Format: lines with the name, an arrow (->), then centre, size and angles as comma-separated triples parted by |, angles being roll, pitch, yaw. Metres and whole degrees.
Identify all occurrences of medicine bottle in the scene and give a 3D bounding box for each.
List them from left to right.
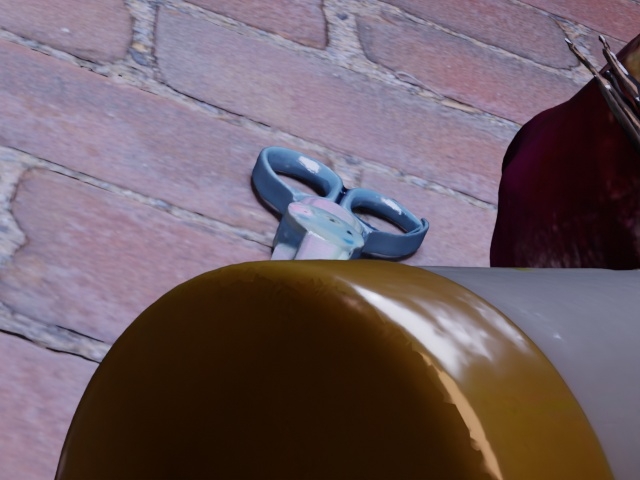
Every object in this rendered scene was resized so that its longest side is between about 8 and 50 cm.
medicine bottle -> 0.054, 0.127, 0.710 | 0.232, 0.238, 0.238 | 2, 31, -46

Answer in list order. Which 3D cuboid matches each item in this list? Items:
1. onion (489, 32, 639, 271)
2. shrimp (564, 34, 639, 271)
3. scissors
onion -> 0.301, 0.073, 1.017 | 0.398, 0.398, 0.420 | 5, 65, -38
shrimp -> 0.194, 0.055, 0.823 | 0.116, 0.145, 0.343 | -19, 73, -43
scissors -> 0.000, 0.000, 1.193 | 0.125, 0.030, 0.256 | 25, 20, 0
